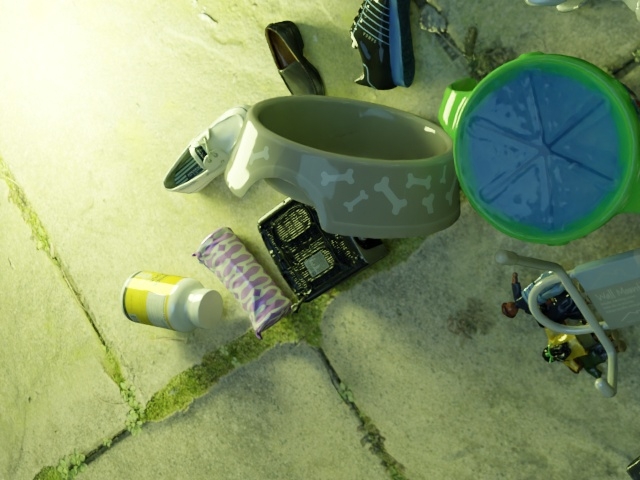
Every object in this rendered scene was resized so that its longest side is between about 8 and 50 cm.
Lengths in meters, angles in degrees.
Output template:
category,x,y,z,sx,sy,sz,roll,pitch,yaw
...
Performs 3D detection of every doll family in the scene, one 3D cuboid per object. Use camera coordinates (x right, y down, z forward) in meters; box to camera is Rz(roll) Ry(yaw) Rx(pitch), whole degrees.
category,x,y,z,sx,sy,sz,roll,pitch,yaw
doll family,0.348,0.123,1.336,0.111,0.076,0.193,-39,75,38

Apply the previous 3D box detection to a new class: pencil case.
category,x,y,z,sx,sy,sz,roll,pitch,yaw
pencil case,-0.140,0.070,1.623,0.088,0.086,0.206,-41,75,-2

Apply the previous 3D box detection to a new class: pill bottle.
category,x,y,z,sx,sy,sz,roll,pitch,yaw
pill bottle,-0.277,0.117,1.715,0.184,0.103,0.103,7,105,31

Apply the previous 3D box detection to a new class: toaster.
category,x,y,z,sx,sy,sz,roll,pitch,yaw
toaster,0.000,0.000,1.503,0.186,0.110,0.168,-35,81,33

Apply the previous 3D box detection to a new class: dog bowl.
category,x,y,z,sx,sy,sz,roll,pitch,yaw
dog bowl,0.040,-0.119,1.318,0.349,0.349,0.102,22,117,27

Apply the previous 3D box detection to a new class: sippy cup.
category,x,y,z,sx,sy,sz,roll,pitch,yaw
sippy cup,0.323,-0.129,1.194,0.240,0.224,0.305,-35,82,33

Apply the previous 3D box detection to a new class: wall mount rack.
category,x,y,z,sx,sy,sz,roll,pitch,yaw
wall mount rack,0.391,0.055,1.128,0.350,0.130,0.304,-21,121,35

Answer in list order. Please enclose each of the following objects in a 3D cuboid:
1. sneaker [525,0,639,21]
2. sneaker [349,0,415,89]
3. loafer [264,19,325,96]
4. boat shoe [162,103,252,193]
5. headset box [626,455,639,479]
category,x,y,z,sx,sy,sz,roll,pitch,yaw
sneaker,0.395,-0.317,1.160,0.210,0.137,0.365,-32,79,35
sneaker,0.087,-0.343,1.380,0.091,0.081,0.232,3,105,25
loafer,-0.047,-0.278,1.494,0.062,0.061,0.170,-28,87,33
boat shoe,-0.194,-0.151,1.612,0.083,0.076,0.226,52,123,12
headset box,0.581,0.314,1.178,0.283,0.131,0.246,-49,67,32
